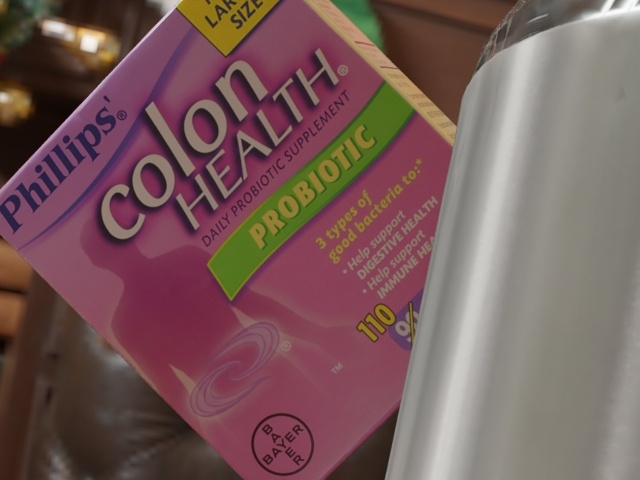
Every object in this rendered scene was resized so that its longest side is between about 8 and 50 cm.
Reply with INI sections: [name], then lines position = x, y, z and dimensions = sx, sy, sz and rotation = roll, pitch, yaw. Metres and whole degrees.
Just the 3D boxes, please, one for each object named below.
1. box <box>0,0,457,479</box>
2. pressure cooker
[box]
position = -0.023, -0.010, 1.060
dimensions = 0.213, 0.243, 0.117
rotation = -45, -3, 9
[pressure cooker]
position = 0.188, 0.135, 0.656
dimensions = 0.370, 0.375, 0.420
rotation = 4, 74, 30
